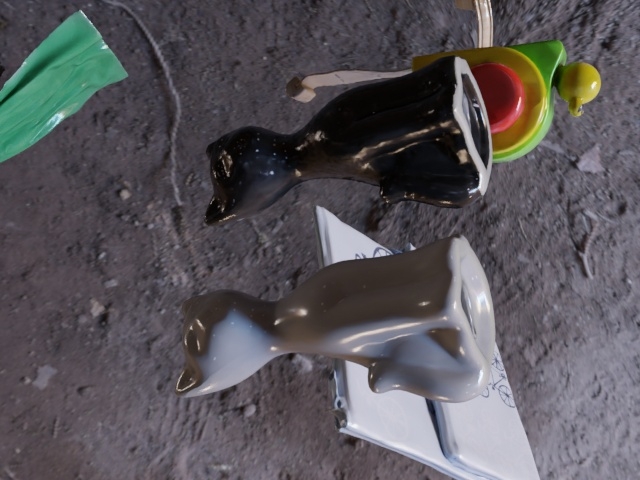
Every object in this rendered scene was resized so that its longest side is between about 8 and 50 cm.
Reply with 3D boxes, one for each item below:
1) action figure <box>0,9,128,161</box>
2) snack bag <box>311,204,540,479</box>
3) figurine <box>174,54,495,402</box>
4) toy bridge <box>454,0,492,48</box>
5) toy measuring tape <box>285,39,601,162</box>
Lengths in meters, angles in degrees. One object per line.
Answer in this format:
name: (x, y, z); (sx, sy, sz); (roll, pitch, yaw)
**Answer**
action figure: (-0.339, -0.157, 0.887); (0.232, 0.137, 0.063); (-42, 67, -7)
snack bag: (0.123, 0.127, 0.937); (0.342, 0.323, 0.037); (31, 126, -34)
figurine: (0.000, 0.000, 0.507); (0.209, 0.092, 0.215); (-9, 57, 24)
toy bridge: (0.189, -0.298, 0.972); (0.026, 0.063, 0.188); (-18, 112, -5)
toy measuring tape: (0.120, -0.133, 0.822); (0.330, 0.121, 0.122); (-3, 102, 22)
